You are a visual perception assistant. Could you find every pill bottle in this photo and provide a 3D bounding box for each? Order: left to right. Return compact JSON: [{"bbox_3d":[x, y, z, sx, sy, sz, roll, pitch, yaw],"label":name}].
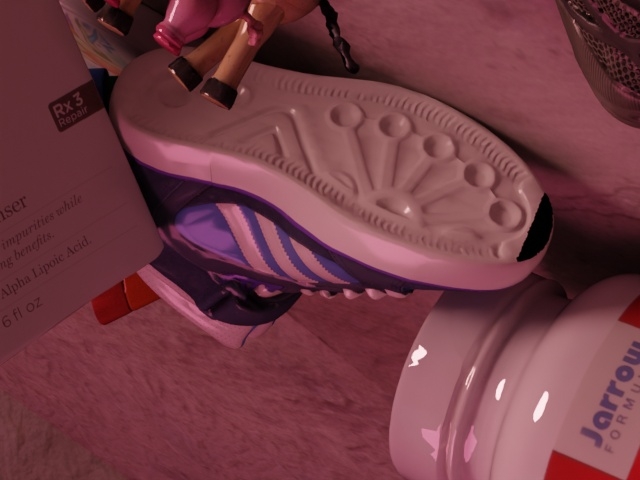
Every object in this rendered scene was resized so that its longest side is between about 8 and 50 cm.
[{"bbox_3d":[0.263,0.159,1.259,0.407,0.229,0.229,21,160,26],"label":"pill bottle"}]

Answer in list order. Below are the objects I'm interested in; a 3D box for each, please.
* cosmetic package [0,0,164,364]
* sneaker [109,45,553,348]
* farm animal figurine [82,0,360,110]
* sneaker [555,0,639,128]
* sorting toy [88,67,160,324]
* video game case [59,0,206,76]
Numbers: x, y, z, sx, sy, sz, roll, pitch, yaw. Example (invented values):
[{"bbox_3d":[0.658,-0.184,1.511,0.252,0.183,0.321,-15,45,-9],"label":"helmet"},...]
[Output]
[{"bbox_3d":[-0.285,-0.112,1.209,0.156,0.217,0.385,9,129,50],"label":"cosmetic package"},{"bbox_3d":[-0.001,0.000,1.321,0.322,0.130,0.236,19,147,12],"label":"sneaker"},{"bbox_3d":[-0.133,-0.244,0.939,0.327,0.172,0.330,35,174,30],"label":"farm animal figurine"},{"bbox_3d":[0.107,-0.166,0.757,0.130,0.087,0.227,93,154,-68],"label":"sneaker"},{"bbox_3d":[-0.143,-0.042,1.512,0.126,0.127,0.365,-2,154,4],"label":"sorting toy"},{"bbox_3d":[-0.098,-0.086,1.491,0.329,0.036,0.300,30,162,4],"label":"video game case"}]
